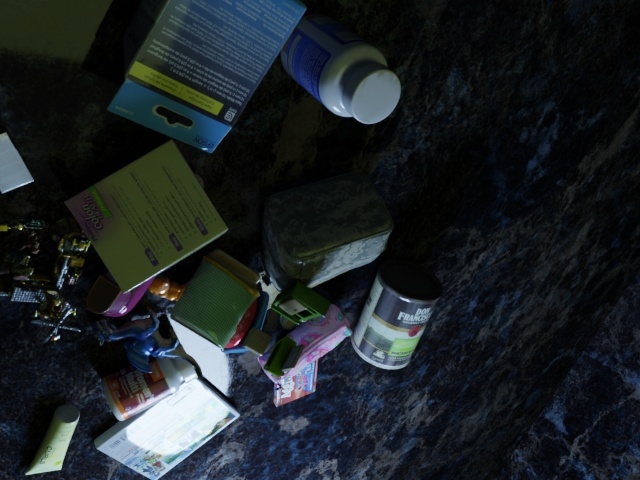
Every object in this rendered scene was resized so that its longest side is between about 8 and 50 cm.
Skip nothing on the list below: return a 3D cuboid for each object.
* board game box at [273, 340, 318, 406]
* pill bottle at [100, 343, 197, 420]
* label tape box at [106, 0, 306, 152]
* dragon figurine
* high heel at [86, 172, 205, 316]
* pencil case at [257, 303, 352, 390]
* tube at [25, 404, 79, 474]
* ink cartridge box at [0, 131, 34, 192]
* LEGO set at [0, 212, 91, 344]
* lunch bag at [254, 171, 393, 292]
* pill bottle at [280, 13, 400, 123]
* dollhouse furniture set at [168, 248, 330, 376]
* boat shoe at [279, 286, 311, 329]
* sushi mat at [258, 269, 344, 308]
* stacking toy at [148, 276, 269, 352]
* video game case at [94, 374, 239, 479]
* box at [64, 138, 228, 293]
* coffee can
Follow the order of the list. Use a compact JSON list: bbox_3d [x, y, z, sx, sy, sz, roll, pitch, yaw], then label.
[{"bbox_3d":[-0.076,0.401,2.057,0.145,0.027,0.281,-16,132,-24],"label":"board game box"},{"bbox_3d":[-0.439,0.360,1.689,0.221,0.121,0.121,-26,136,-16],"label":"pill bottle"},{"bbox_3d":[-0.226,-0.366,1.239,0.249,0.115,0.347,19,114,-44],"label":"label tape box"},{"bbox_3d":[-0.426,0.263,1.601,0.144,0.085,0.289,-43,116,-9],"label":"dragon figurine"},{"bbox_3d":[-0.385,0.008,1.484,0.377,0.127,0.181,-49,179,-5],"label":"high heel"},{"bbox_3d":[-0.044,0.306,1.906,0.284,0.124,0.124,-35,138,-20],"label":"pencil case"},{"bbox_3d":[-0.687,0.528,1.701,0.070,0.062,0.240,29,116,-4],"label":"tube"},{"bbox_3d":[-0.589,-0.149,1.218,0.063,0.029,0.115,-26,135,-16],"label":"ink cartridge box"},{"bbox_3d":[-0.600,0.075,1.277,0.331,0.192,0.255,18,113,-44],"label":"LEGO set"},{"bbox_3d":[0.000,0.000,1.639,0.305,0.212,0.256,-19,150,-19],"label":"lunch bag"},{"bbox_3d":[0.042,-0.344,1.329,0.152,0.272,0.152,-20,134,-21],"label":"pill bottle"},{"bbox_3d":[-0.166,0.160,1.521,0.301,0.151,0.197,34,65,-13],"label":"dollhouse furniture set"},{"bbox_3d":[-0.064,0.202,1.844,0.068,0.072,0.190,-16,146,-30],"label":"boat shoe"},{"bbox_3d":[-0.023,0.079,1.830,0.317,0.019,0.151,-24,135,-17],"label":"sushi mat"},{"bbox_3d":[-0.292,0.154,1.621,0.302,0.175,0.165,28,63,-29],"label":"stacking toy"},{"bbox_3d":[-0.436,0.544,1.912,0.329,0.036,0.300,-37,138,-5],"label":"video game case"},{"bbox_3d":[-0.346,-0.046,1.334,0.243,0.117,0.213,-33,94,-10],"label":"box"},{"bbox_3d":[0.229,0.224,1.999,0.202,0.201,0.275,-4,127,-33],"label":"coffee can"}]
